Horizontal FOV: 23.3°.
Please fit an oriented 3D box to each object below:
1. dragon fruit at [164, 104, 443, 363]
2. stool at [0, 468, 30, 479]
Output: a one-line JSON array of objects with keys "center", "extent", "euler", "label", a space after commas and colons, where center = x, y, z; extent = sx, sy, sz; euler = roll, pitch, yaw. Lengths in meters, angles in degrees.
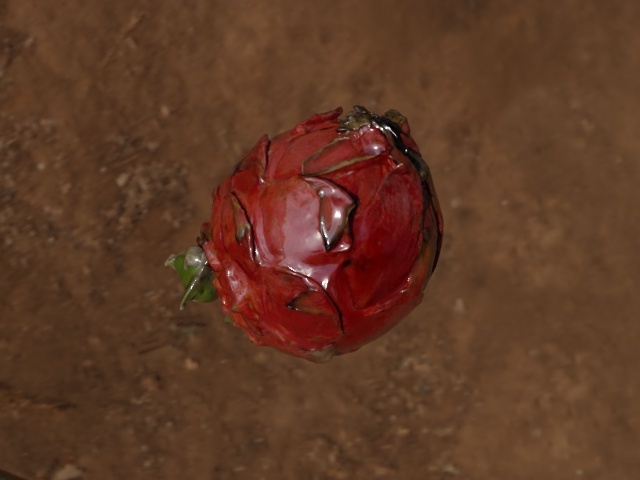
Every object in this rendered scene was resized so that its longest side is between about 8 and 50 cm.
[{"center": [0.000, 0.000, 1.126], "extent": [0.172, 0.209, 0.172], "euler": [38, 31, -28], "label": "dragon fruit"}, {"center": [-0.345, 0.198, 1.078], "extent": [0.272, 0.178, 0.272], "euler": [-21, 124, -34], "label": "stool"}]
